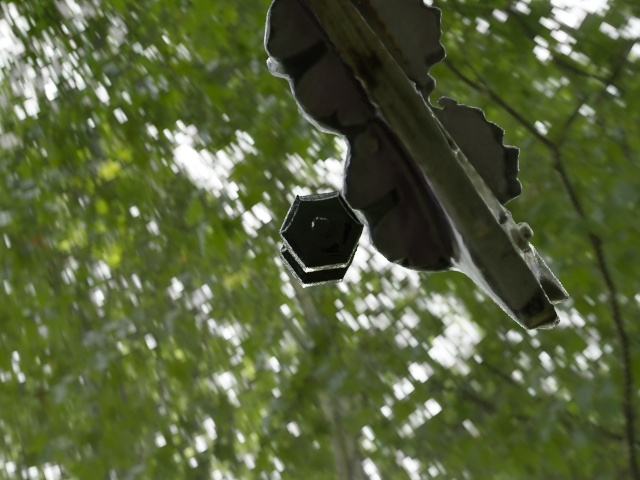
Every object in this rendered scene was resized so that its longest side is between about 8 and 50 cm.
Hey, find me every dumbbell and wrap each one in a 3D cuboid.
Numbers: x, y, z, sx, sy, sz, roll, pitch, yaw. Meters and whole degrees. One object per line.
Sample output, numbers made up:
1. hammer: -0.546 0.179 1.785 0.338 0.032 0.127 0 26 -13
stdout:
1. dumbbell: 0.000 0.000 0.847 0.040 0.083 0.036 -6 -98 -2

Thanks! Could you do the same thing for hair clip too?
1. hair clip: 0.050 -0.061 1.002 0.106 0.084 0.292 -33 -72 4
